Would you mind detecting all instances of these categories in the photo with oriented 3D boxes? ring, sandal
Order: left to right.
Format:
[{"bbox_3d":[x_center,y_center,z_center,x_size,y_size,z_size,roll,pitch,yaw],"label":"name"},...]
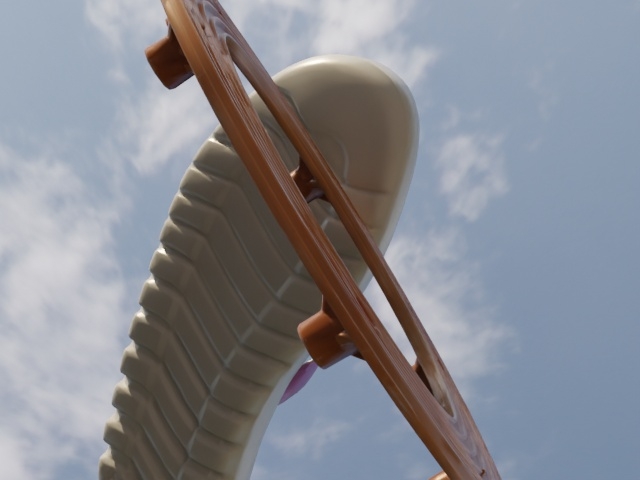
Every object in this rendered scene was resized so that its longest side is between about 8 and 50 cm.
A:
[{"bbox_3d":[-0.046,0.048,0.959,0.169,0.102,0.416,43,-64,29],"label":"sandal"},{"bbox_3d":[0.000,0.000,0.663,0.032,0.336,0.337,-31,-97,4],"label":"ring"}]
